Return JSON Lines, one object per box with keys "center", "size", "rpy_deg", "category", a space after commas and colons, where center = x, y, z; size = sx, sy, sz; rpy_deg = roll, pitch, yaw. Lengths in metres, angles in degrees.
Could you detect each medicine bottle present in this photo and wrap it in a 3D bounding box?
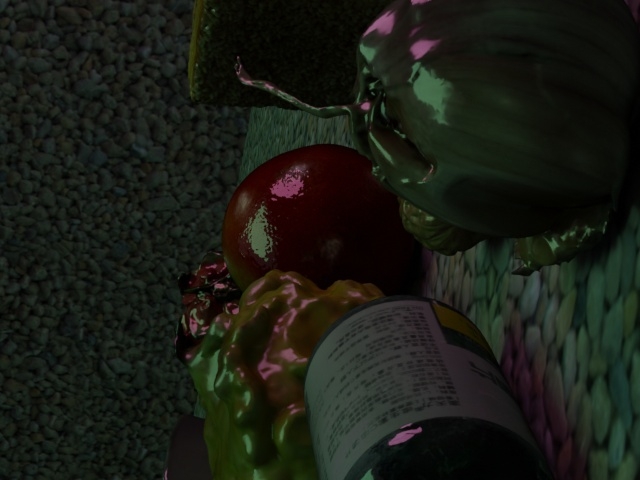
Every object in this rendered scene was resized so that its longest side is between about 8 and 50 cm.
{"center": [0.069, 0.148, 0.986], "size": [0.293, 0.141, 0.141], "rpy_deg": [-104, 23, -70], "category": "medicine bottle"}

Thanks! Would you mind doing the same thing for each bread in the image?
{"center": [-0.006, -0.217, 1.516], "size": [0.184, 0.234, 0.111], "rpy_deg": [105, 166, -48], "category": "bread"}

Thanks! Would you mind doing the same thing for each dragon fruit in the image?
{"center": [-0.050, 0.079, 1.601], "size": [0.135, 0.236, 0.137], "rpy_deg": [-48, 55, 30], "category": "dragon fruit"}

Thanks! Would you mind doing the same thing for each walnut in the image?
{"center": [0.098, -0.030, 1.181], "size": [0.079, 0.082, 0.096], "rpy_deg": [-50, 17, 1], "category": "walnut"}

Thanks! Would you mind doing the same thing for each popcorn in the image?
{"center": [-0.013, 0.142, 1.270], "size": [0.249, 0.225, 0.249], "rpy_deg": [-169, 90, -72], "category": "popcorn"}

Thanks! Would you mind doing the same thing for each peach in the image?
{"center": [0.000, 0.000, 1.444], "size": [0.197, 0.197, 0.197], "rpy_deg": [-172, 90, -82], "category": "peach"}

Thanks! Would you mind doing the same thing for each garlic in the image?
{"center": [0.081, -0.067, 0.950], "size": [0.207, 0.256, 0.207], "rpy_deg": [22, -116, -54], "category": "garlic"}

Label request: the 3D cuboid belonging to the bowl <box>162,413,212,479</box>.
{"center": [-0.079, 0.332, 1.701], "size": [0.289, 0.146, 0.289], "rpy_deg": [-2, -90, -84], "category": "bowl"}
